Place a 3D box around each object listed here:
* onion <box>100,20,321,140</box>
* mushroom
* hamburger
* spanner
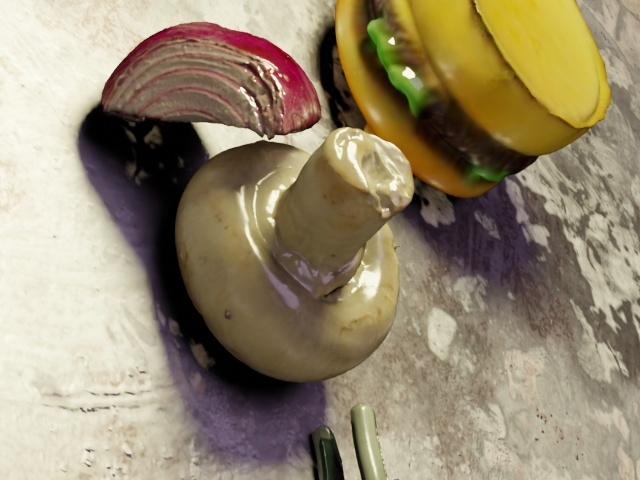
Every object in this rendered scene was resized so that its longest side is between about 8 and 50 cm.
[{"bbox_3d":[-0.116,-0.199,1.873,0.247,0.250,0.111,-48,143,-69],"label":"onion"},{"bbox_3d":[0.000,0.000,1.822,0.292,0.290,0.292,26,46,-30],"label":"mushroom"},{"bbox_3d":[0.191,-0.264,2.317,0.396,0.277,0.395,36,39,-35],"label":"hamburger"},{"bbox_3d":[0.047,0.333,1.777,0.040,0.096,0.325,25,43,-39],"label":"spanner"}]
